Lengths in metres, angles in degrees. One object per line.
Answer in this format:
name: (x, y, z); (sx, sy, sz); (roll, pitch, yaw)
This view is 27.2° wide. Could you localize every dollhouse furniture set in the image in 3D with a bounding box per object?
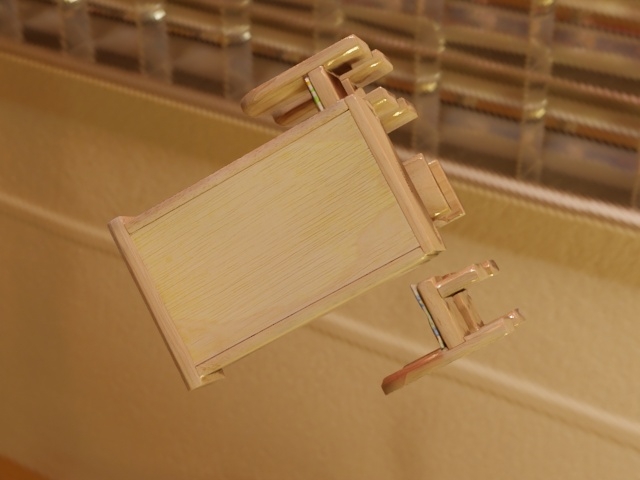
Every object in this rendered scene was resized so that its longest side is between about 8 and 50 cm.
dollhouse furniture set: (0.000, 0.000, 0.838); (0.161, 0.242, 0.212); (-29, -97, 13)
